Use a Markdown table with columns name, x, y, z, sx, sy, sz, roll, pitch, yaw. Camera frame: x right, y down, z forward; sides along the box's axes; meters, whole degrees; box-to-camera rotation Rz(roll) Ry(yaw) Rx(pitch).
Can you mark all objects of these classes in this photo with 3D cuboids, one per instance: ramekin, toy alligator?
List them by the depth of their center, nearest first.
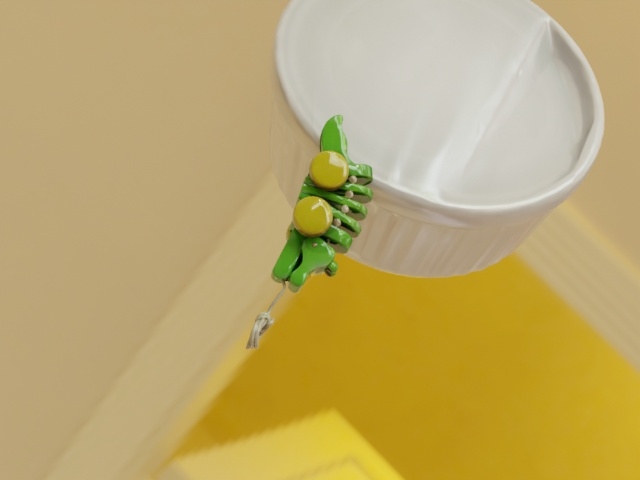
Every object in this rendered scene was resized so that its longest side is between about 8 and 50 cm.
| name | x | y | z | sx | sy | sz | roll | pitch | yaw |
| --- | --- | --- | --- | --- | --- | --- | --- | --- | --- |
| toy alligator | 0.000 | 0.000 | 1.425 | 0.056 | 0.051 | 0.190 | 111 | 179 | -72 |
| ramekin | 0.082 | -0.090 | 1.586 | 0.273 | 0.273 | 0.127 | -35 | -22 | -36 |
